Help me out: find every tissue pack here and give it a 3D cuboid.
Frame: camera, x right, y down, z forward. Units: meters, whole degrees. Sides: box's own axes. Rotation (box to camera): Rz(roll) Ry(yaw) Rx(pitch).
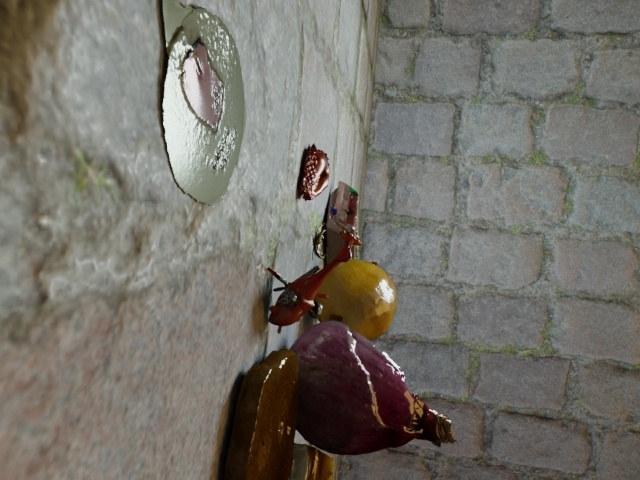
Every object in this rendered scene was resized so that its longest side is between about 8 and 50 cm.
[{"bbox_3d":[-0.042,0.505,0.820,0.226,0.091,0.184,68,24,-54],"label":"tissue pack"}]

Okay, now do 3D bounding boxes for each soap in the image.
[{"bbox_3d":[0.071,-0.008,1.281,0.274,0.097,0.218,87,13,-46],"label":"soap"}]

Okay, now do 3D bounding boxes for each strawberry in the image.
[{"bbox_3d":[-0.009,-0.135,0.859,0.104,0.048,0.152,81,13,-46],"label":"strawberry"}]

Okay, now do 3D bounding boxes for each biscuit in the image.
[{"bbox_3d":[-0.085,0.308,0.635,0.257,0.049,0.273,20,74,-78],"label":"biscuit"}]

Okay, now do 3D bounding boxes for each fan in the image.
[{"bbox_3d":[-0.106,-0.158,0.339,0.310,0.010,0.182,81,17,-59],"label":"fan"}]

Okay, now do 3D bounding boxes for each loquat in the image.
[{"bbox_3d":[0.084,0.151,1.079,0.238,0.238,0.193,-71,171,-55],"label":"loquat"}]

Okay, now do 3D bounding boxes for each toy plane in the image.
[{"bbox_3d":[-0.009,0.073,0.658,0.126,0.194,0.077,53,15,-42],"label":"toy plane"}]

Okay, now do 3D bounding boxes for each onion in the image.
[{"bbox_3d":[0.064,0.322,0.790,0.159,0.348,0.268,-38,136,-43],"label":"onion"}]

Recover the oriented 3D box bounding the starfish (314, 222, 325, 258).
[{"bbox_3d":[0.000,0.000,1.059,0.078,0.028,0.091,74,20,-82],"label":"starfish"}]
